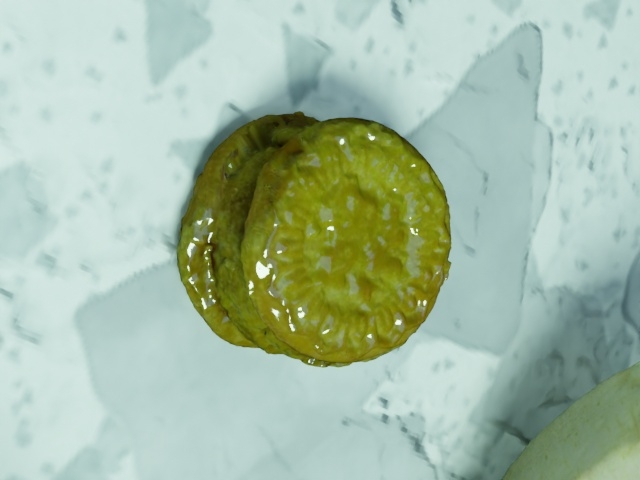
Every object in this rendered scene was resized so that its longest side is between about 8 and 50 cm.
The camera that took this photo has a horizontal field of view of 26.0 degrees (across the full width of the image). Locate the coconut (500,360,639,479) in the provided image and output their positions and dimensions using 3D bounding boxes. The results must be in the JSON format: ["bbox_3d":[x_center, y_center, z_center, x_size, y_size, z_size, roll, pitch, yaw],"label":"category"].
[{"bbox_3d":[0.181,0.179,0.604,0.259,0.259,0.259,-9,104,-36],"label":"coconut"}]

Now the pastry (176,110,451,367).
[{"bbox_3d":[0.000,0.000,0.533,0.109,0.057,0.097,-11,104,-37],"label":"pastry"}]
